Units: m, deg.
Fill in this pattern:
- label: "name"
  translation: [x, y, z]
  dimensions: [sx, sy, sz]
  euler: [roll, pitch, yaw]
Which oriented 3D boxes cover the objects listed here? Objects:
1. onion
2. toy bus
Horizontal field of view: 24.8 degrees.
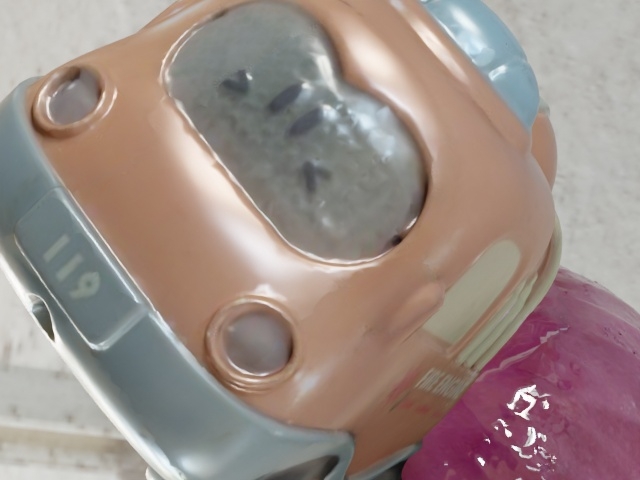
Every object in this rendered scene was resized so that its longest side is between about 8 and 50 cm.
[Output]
- label: "onion"
  translation: [0.073, 0.134, 0.941]
  dimensions: [0.358, 0.358, 0.345]
  euler: [-134, 40, -55]
- label: "toy bus"
  translation: [0.000, 0.000, 0.625]
  dimensions: [0.232, 0.287, 0.194]
  euler: [-38, 72, 5]
